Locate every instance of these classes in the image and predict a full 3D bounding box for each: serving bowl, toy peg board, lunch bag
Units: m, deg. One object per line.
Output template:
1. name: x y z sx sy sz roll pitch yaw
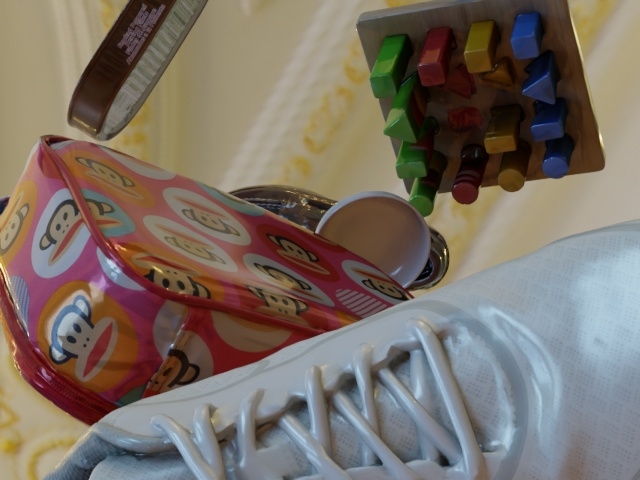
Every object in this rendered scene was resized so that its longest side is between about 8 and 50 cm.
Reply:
1. serving bowl: 0.033 0.000 1.304 0.083 0.027 0.083 -5 -60 -9
2. toy peg board: 0.118 -0.095 1.413 0.160 0.079 0.161 -7 -57 19
3. lunch bag: -0.061 0.040 1.166 0.293 0.258 0.120 23 -72 -30

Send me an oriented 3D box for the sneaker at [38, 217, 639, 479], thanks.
1. sneaker: 0.002 0.077 0.575 0.292 0.110 0.118 -30 -32 20

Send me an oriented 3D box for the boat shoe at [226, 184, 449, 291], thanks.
1. boat shoe: 0.000 0.000 1.498 0.207 0.073 0.073 6 -77 9

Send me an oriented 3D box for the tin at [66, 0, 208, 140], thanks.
1. tin: -0.143 -0.166 1.553 0.040 0.106 0.190 32 -90 3
